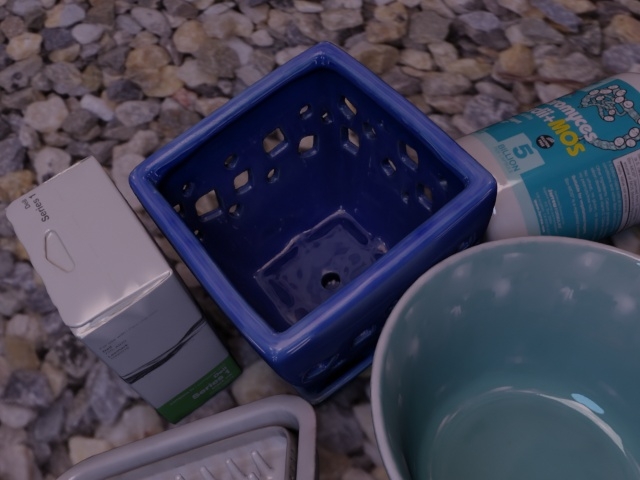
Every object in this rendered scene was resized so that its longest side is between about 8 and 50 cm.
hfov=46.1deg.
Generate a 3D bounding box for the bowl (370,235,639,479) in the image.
[{"bbox_3d":[0.185,0.163,0.577,0.312,0.163,0.311,2,50,-2],"label":"bowl"}]

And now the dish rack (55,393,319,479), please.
[{"bbox_3d":[-0.121,0.276,0.551,0.286,0.072,0.333,-22,28,14],"label":"dish rack"}]

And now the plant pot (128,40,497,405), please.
[{"bbox_3d":[0.000,0.000,0.699,0.236,0.212,0.236,-37,61,-13],"label":"plant pot"}]

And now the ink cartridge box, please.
[{"bbox_3d":[-0.173,0.052,0.693,0.093,0.219,0.160,-35,60,-11],"label":"ink cartridge box"}]

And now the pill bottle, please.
[{"bbox_3d":[0.258,-0.072,0.738,0.264,0.146,0.146,-23,58,-5],"label":"pill bottle"}]
